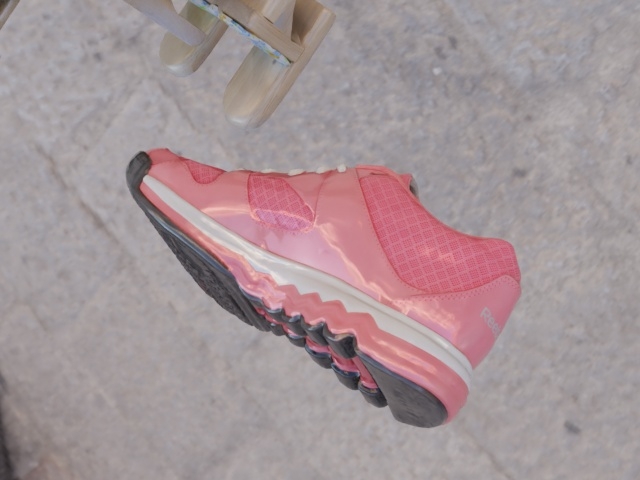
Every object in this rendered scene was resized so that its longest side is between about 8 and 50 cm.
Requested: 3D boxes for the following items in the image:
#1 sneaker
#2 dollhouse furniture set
[{"bbox_3d":[0.000,0.000,0.759,0.314,0.136,0.116,31,161,33],"label":"sneaker"},{"bbox_3d":[-0.265,-0.257,1.061,0.256,0.362,0.394,-55,47,6],"label":"dollhouse furniture set"}]
